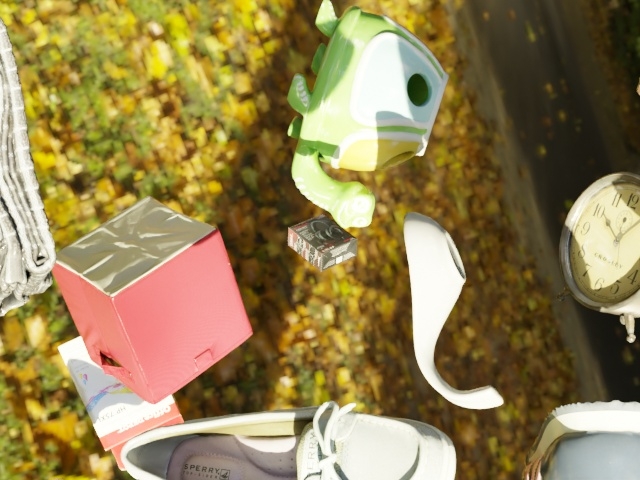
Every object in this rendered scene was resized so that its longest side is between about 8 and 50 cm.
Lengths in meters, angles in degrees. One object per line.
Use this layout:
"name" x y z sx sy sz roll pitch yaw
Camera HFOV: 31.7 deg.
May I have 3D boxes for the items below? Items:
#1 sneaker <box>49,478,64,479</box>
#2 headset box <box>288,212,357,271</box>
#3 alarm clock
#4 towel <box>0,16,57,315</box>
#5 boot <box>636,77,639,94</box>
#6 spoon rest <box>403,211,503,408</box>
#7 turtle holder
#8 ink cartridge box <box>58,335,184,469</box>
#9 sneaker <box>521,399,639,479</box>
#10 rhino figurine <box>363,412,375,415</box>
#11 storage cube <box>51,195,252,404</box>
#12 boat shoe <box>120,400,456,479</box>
"sneaker" -0.329 0.402 1.556 0.152 0.085 0.058 32 38 11
"headset box" 0.000 0.000 1.526 0.083 0.062 0.032 40 -41 39
"alarm clock" 0.292 -0.013 1.040 0.064 0.192 0.129 10 15 -31
"towel" -0.320 -0.069 1.020 0.235 0.121 0.284 -22 -95 66
"boot" 0.440 -0.239 1.387 0.037 0.106 0.114 40 -30 25
"spoon rest" 0.150 0.087 1.429 0.137 0.084 0.276 45 26 -56
"turtle holder" 0.069 -0.209 1.793 0.243 0.227 0.320 105 4 -53
"ink cartridge box" -0.314 0.247 1.827 0.231 0.134 0.078 65 -9 0
"sneaker" 0.230 0.237 0.964 0.319 0.112 0.131 66 22 -64
"rhino figurine" 0.112 0.315 1.451 0.243 0.073 0.106 27 40 4
"storage cube" -0.242 0.081 1.609 0.215 0.183 0.193 -34 127 -27
"boat shoe" -0.034 0.204 1.011 0.103 0.320 0.118 38 56 -47
